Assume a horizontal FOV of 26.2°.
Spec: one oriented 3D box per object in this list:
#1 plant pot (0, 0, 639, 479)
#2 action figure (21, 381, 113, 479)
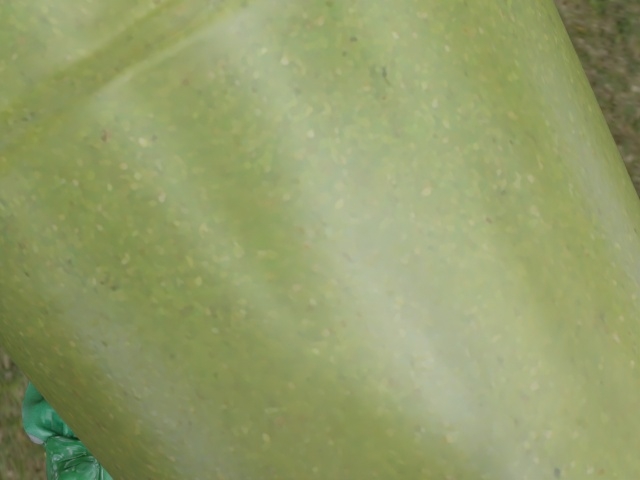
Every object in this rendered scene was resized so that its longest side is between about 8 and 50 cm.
[{"bbox_3d":[0.000,0.000,0.469,0.276,0.276,0.254,-32,91,-7],"label":"plant pot"},{"bbox_3d":[-0.124,0.091,0.796,0.137,0.232,0.064,24,107,-6],"label":"action figure"}]
